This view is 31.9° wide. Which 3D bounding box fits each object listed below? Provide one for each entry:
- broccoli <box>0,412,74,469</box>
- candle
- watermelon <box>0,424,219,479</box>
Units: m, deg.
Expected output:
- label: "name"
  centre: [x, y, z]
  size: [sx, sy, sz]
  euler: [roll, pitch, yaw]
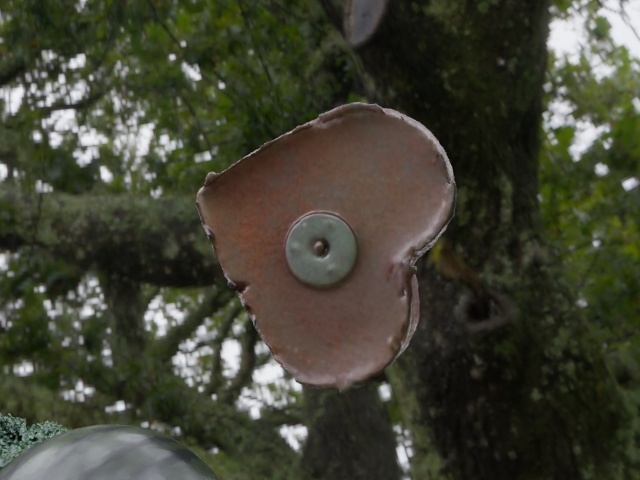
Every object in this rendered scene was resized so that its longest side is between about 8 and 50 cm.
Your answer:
- label: "broccoli"
  centre: [-0.292, 0.309, 0.993]
  size: [0.275, 0.308, 0.308]
  euler: [-19, -36, 28]
- label: "candle"
  centre: [0.000, 0.000, 1.280]
  size: [0.287, 0.317, 0.131]
  euler: [14, -1, 9]
- label: "watermelon"
  centre: [-0.158, 0.235, 0.812]
  size: [0.212, 0.212, 0.212]
  euler: [-10, -40, -8]
